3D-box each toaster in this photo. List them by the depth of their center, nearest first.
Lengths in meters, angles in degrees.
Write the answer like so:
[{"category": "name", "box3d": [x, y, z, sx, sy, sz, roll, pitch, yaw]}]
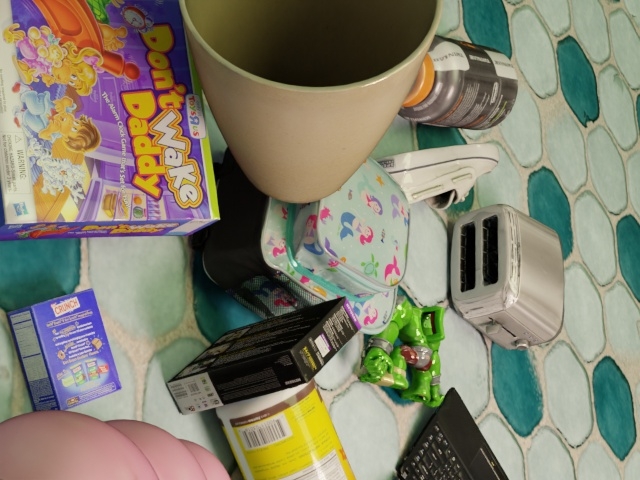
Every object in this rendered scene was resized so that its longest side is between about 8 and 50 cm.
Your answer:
[{"category": "toaster", "box3d": [0.277, 0.042, 2.089, 0.146, 0.129, 0.227, 29, 56, -43]}]

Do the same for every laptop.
[{"category": "laptop", "box3d": [0.217, 0.363, 1.866, 0.264, 0.136, 0.234, -50, 119, -40]}]

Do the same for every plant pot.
[{"category": "plant pot", "box3d": [-0.017, -0.169, 1.466, 0.274, 0.256, 0.257, 96, 4, -57]}]

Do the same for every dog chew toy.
[{"category": "dog chew toy", "box3d": [-0.195, 0.254, 1.293, 0.332, 0.206, 0.207, 6, 72, -63]}]

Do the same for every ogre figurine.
[{"category": "ogre figurine", "box3d": [0.118, 0.143, 1.856, 0.197, 0.097, 0.118, 24, 70, -35]}]

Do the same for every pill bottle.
[{"category": "pill bottle", "box3d": [-0.028, 0.255, 1.584, 0.117, 0.117, 0.215, -35, 106, -54]}, {"category": "pill bottle", "box3d": [0.178, -0.231, 2.052, 0.245, 0.130, 0.130, 0, 77, -55]}]

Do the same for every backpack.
[{"category": "backpack", "box3d": [0.000, 0.000, 1.675, 0.253, 0.191, 0.225, 44, 42, -42]}]

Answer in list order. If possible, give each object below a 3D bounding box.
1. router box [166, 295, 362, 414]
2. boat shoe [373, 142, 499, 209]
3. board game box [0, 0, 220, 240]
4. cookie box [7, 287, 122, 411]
[{"category": "router box", "box3d": [-0.061, 0.125, 1.534, 0.133, 0.179, 0.046, -41, 108, -53]}, {"category": "boat shoe", "box3d": [0.174, -0.088, 2.026, 0.267, 0.096, 0.088, -10, 89, -54]}, {"category": "board game box", "box3d": [-0.242, -0.178, 1.424, 0.233, 0.078, 0.347, -2, 78, -35]}, {"category": "cookie box", "box3d": [-0.252, 0.110, 1.393, 0.092, 0.040, 0.107, -16, 91, -55]}]
